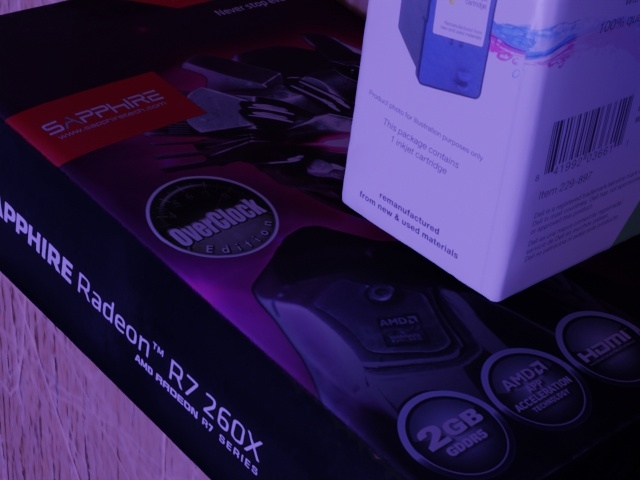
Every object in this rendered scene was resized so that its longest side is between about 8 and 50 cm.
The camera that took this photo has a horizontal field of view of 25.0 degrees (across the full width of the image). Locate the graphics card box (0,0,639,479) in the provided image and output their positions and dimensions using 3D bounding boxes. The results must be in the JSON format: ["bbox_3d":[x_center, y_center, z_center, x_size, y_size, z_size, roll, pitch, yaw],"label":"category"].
[{"bbox_3d":[0.000,0.000,0.669,0.371,0.233,0.094,40,133,31],"label":"graphics card box"}]

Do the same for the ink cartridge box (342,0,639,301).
[{"bbox_3d":[0.103,-0.105,0.562,0.093,0.154,0.212,36,132,36],"label":"ink cartridge box"}]
